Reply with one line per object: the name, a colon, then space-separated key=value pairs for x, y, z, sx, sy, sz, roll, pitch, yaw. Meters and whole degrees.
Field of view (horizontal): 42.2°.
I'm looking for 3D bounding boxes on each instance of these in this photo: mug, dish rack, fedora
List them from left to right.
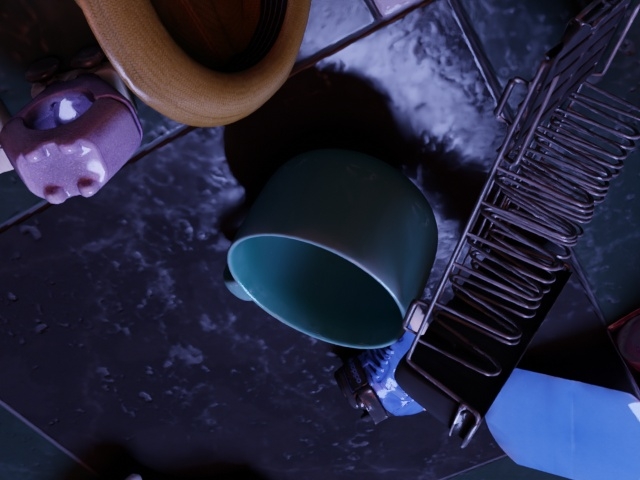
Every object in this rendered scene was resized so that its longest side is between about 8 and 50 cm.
fedora: x=-0.081 y=-0.155 z=0.437 sx=0.079 sy=0.194 sz=0.194 roll=8 pitch=140 yaw=36
mug: x=0.003 y=-0.004 z=0.577 sx=0.158 sy=0.097 sz=0.129 roll=16 pitch=148 yaw=19
dish rack: x=0.141 y=-0.024 z=0.526 sx=0.074 sy=0.208 sz=0.271 roll=29 pitch=127 yaw=16

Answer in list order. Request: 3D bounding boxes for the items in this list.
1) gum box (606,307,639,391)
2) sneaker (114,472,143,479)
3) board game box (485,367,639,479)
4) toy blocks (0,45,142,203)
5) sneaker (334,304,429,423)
gum box: x=0.321 y=0.150 z=0.688 sx=0.062 sy=0.188 sz=0.107 roll=-36 pitch=125 yaw=20
sneaker: x=-0.058 y=0.330 z=0.827 sx=0.385 sy=0.145 sz=0.147 roll=14 pitch=127 yaw=-19
board game box: x=0.238 y=0.167 z=0.771 sx=0.169 sy=0.033 sz=0.133 roll=9 pitch=129 yaw=30
toy blocks: x=-0.273 y=-0.081 z=0.382 sx=0.289 sy=0.260 sz=0.308 roll=-15 pitch=130 yaw=5
sneaker: x=0.052 y=0.102 z=0.703 sx=0.085 sy=0.058 sz=0.152 roll=-18 pitch=136 yaw=-3
